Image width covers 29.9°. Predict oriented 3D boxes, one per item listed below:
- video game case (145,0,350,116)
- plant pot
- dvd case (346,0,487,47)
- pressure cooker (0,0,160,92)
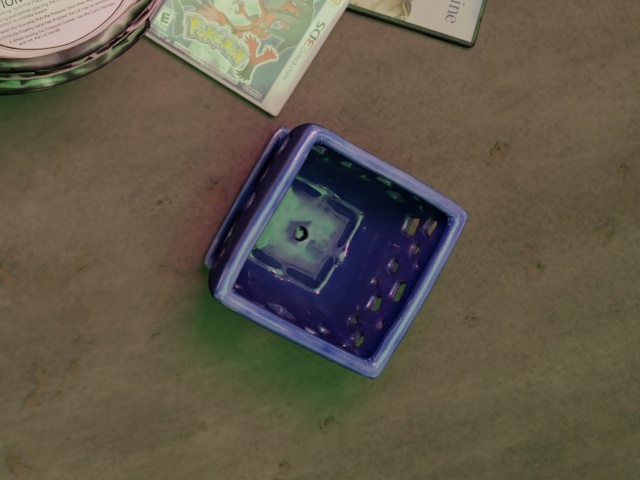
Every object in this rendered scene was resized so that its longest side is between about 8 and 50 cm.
[{"bbox_3d":[-0.089,-0.280,1.472,0.201,0.023,0.183,31,97,-19],"label":"video game case"},{"bbox_3d":[0.000,0.000,1.459,0.236,0.212,0.236,29,91,-19],"label":"plant pot"},{"bbox_3d":[0.108,-0.367,1.531,0.253,0.022,0.180,13,95,-19],"label":"dvd case"},{"bbox_3d":[-0.327,-0.339,1.193,0.375,0.420,0.370,25,90,-20],"label":"pressure cooker"}]
